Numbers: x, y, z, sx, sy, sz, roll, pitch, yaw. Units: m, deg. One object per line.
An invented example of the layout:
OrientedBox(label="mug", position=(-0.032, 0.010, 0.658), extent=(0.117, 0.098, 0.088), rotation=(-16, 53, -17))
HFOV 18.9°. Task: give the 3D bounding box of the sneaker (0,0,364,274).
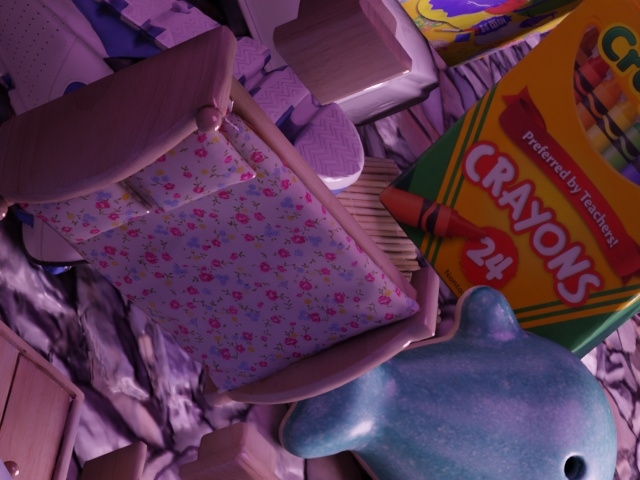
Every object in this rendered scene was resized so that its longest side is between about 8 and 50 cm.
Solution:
OrientedBox(label="sneaker", position=(-0.147, -0.081, 1.147), extent=(0.315, 0.182, 0.127), rotation=(41, 26, 3))

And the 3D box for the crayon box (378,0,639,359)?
OrientedBox(label="crayon box", position=(0.222, -0.061, 1.488), extent=(0.202, 0.318, 0.081), rotation=(52, 25, 13))

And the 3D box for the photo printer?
OrientedBox(label="photo printer", position=(-0.017, -0.242, 1.467), extent=(0.256, 0.107, 0.307), rotation=(-13, 82, -79))

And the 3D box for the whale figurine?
OrientedBox(label="whale figurine", position=(0.103, 0.138, 1.383), extent=(0.272, 0.141, 0.216), rotation=(24, 83, -36))

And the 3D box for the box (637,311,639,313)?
OrientedBox(label="box", position=(0.219, 0.012, 1.690), extent=(0.093, 0.158, 0.156), rotation=(61, 28, -14))

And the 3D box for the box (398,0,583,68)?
OrientedBox(label="box", position=(0.106, -0.318, 1.450), extent=(0.290, 0.177, 0.279), rotation=(34, 36, -73))

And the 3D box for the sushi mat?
OrientedBox(label="sushi mat", position=(0.000, 0.000, 1.466), extent=(0.316, 0.019, 0.151), rotation=(2, 67, -60))

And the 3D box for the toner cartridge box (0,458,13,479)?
OrientedBox(label="toner cartridge box", position=(-0.151, 0.184, 0.837), extent=(0.165, 0.075, 0.348), rotation=(-112, -178, -46))

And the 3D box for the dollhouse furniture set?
OrientedBox(label="dollhouse furniture set", position=(-0.053, 0.085, 0.952), extent=(0.303, 0.355, 0.174), rotation=(47, 35, -35))
